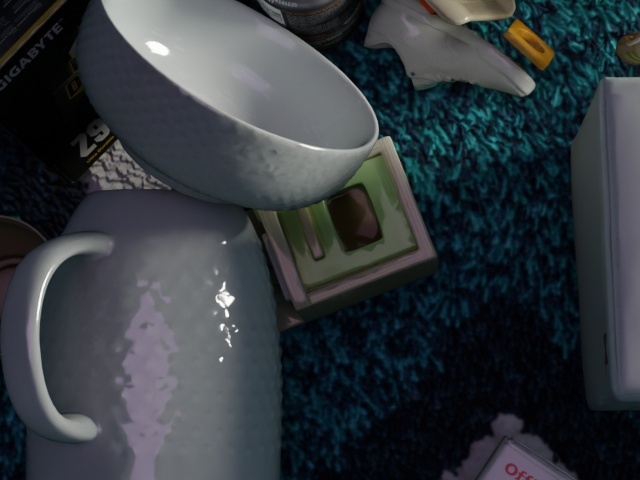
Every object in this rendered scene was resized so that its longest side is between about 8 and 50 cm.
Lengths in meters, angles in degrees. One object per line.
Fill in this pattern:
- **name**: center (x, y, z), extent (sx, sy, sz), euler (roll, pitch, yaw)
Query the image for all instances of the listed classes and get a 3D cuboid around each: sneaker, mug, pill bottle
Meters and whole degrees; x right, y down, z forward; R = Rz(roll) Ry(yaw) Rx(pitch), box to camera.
- **sneaker**: center (0.150, -0.210, 1.872), extent (0.212, 0.080, 0.094), euler (32, 97, 15)
- **mug**: center (-0.202, 0.110, 1.688), extent (0.276, 0.374, 0.328), euler (-1, 85, 31)
- **pill bottle**: center (-0.016, -0.306, 1.805), extent (0.131, 0.245, 0.130), euler (-1, 82, 4)

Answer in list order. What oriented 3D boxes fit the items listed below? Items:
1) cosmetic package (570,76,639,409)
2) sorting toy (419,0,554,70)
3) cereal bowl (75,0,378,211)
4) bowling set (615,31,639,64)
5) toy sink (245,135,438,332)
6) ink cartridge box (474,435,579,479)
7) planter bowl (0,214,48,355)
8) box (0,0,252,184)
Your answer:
- **cosmetic package**: center (0.481, 0.012, 1.675), extent (0.394, 0.329, 0.327), euler (-2, 82, 4)
- **sorting toy**: center (0.127, -0.309, 1.838), extent (0.347, 0.196, 0.047), euler (47, 116, 10)
- **cereal bowl**: center (-0.113, -0.139, 1.684), extent (0.339, 0.339, 0.141), euler (35, 114, 9)
- **bowling set**: center (0.425, -0.223, 1.792), extent (0.287, 0.154, 0.199), euler (4, 93, -4)
- **toy sink**: center (0.000, 0.000, 1.816), extent (0.234, 0.131, 0.152), euler (-20, 80, 2)
- **ink cartridge box**: center (0.213, 0.348, 1.767), extent (0.159, 0.092, 0.218), euler (34, 87, 9)
- **planter bowl**: center (-0.369, 0.058, 1.849), extent (0.162, 0.109, 0.162), euler (-1, 82, 4)
- **box**: center (-0.247, -0.241, 1.805), extent (0.322, 0.257, 0.079), euler (-46, 65, -3)
